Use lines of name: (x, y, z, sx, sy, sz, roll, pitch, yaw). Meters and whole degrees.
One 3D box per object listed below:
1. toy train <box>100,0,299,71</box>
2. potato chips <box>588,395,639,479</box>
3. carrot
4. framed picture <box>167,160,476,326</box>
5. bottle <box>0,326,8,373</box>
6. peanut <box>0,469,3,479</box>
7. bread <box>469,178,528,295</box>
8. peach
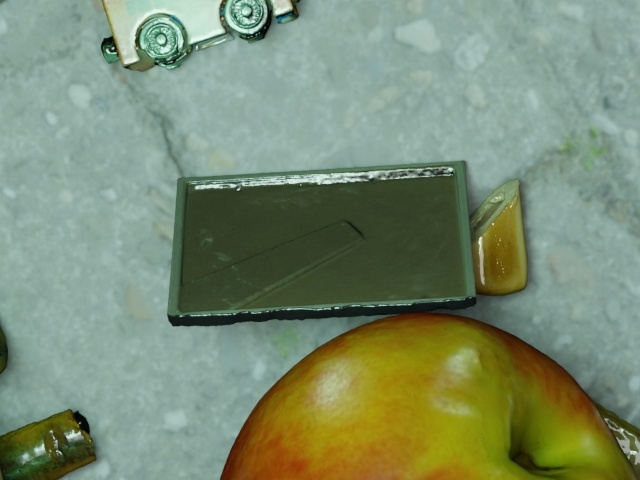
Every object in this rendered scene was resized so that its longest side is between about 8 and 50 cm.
toy train: (-0.113, -0.213, 1.769, 0.188, 0.072, 0.099, -17, 93, 4)
potato chips: (0.327, 0.237, 1.773, 0.407, 0.080, 0.057, 37, 85, 0)
carrot: (-0.330, 0.221, 1.811, 0.260, 0.070, 0.070, -22, 92, 3)
framed picture: (0.000, 0.001, 1.731, 0.265, 0.192, 0.018, -3, 130, 4)
bottle: (-0.465, 0.137, 1.765, 0.351, 0.171, 0.171, -34, 91, 7)
peanut: (-0.321, 0.241, 1.714, 0.130, 0.130, 0.290, -17, 129, 4)
bread: (0.153, -0.001, 1.778, 0.062, 0.049, 0.103, -6, 91, -17)
peach: (0.080, 0.254, 1.648, 0.388, 0.388, 0.388, 0, 94, 3)
